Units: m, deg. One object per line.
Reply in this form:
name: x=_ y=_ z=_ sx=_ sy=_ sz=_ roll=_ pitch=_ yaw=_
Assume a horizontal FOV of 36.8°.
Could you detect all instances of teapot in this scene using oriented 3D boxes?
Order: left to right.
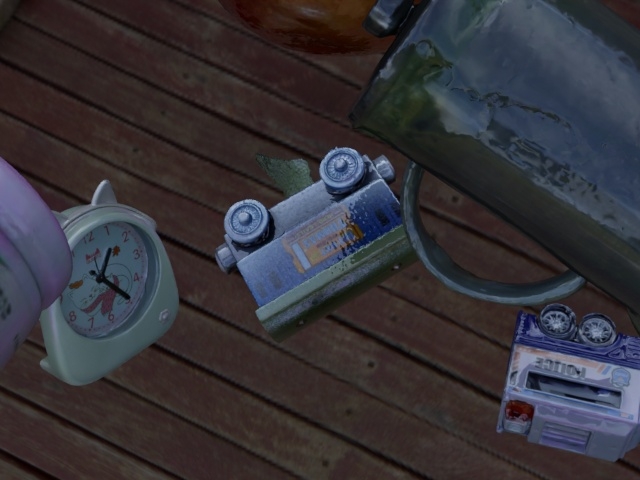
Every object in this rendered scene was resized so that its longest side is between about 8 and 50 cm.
teapot: x=0.167 y=-0.066 z=0.728 sx=0.337 sy=0.270 sz=0.200 roll=35 pitch=34 yaw=-4

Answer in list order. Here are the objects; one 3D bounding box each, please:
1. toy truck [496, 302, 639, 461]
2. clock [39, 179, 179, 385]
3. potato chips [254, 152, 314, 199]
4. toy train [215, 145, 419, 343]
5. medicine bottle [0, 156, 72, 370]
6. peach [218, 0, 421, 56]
toy truck: x=0.361 y=0.190 z=1.181 sx=0.268 sy=0.124 sz=0.155 roll=12 pitch=53 yaw=13
clock: x=-0.385 y=0.061 z=1.646 sx=0.108 sy=0.324 sz=0.265 roll=17 pitch=37 yaw=39
potato chips: x=-0.059 y=-0.090 z=1.815 sx=0.059 sy=0.167 sz=0.228 roll=-7 pitch=60 yaw=-26
toy train: x=0.000 y=0.000 z=1.413 sx=0.299 sy=0.131 sz=0.202 roll=-30 pitch=63 yaw=0
medicine bottle: x=-0.352 y=0.080 z=0.684 sx=0.212 sy=0.212 sz=0.325 roll=27 pitch=55 yaw=7
peach: x=0.019 y=-0.362 z=1.029 sx=0.310 sy=0.406 sz=0.335 roll=-32 pitch=85 yaw=26
